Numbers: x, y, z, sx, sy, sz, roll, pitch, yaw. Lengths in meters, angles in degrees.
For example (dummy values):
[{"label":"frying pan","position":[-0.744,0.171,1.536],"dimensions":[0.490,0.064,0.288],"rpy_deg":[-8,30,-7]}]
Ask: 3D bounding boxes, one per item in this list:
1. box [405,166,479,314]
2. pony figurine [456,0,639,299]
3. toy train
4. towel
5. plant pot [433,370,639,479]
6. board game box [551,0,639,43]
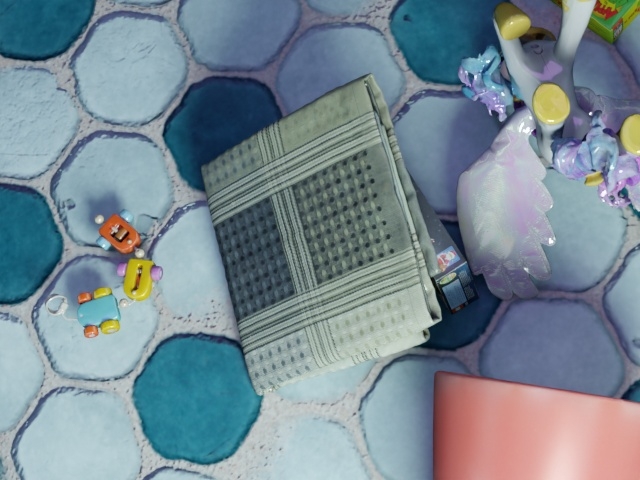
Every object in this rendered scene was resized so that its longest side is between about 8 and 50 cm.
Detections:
[{"label":"box","position":[0.108,-0.034,1.833],"dimensions":[0.044,0.159,0.233],"rpy_deg":[-32,69,1]},{"label":"pony figurine","position":[0.287,-0.132,1.763],"dimensions":[0.303,0.363,0.351],"rpy_deg":[-20,86,-2]},{"label":"toy train","position":[-0.271,0.049,1.949],"dimensions":[0.125,0.046,0.166],"rpy_deg":[32,79,20]},{"label":"towel","position":[0.000,0.000,1.806],"dimensions":[0.324,0.056,0.312],"rpy_deg":[-24,75,43]},{"label":"plant pot","position":[0.242,0.284,1.667],"dimensions":[0.275,0.275,0.243],"rpy_deg":[8,84,14]},{"label":"board game box","position":[0.332,-0.343,1.943],"dimensions":[0.181,0.043,0.092],"rpy_deg":[41,85,20]}]
